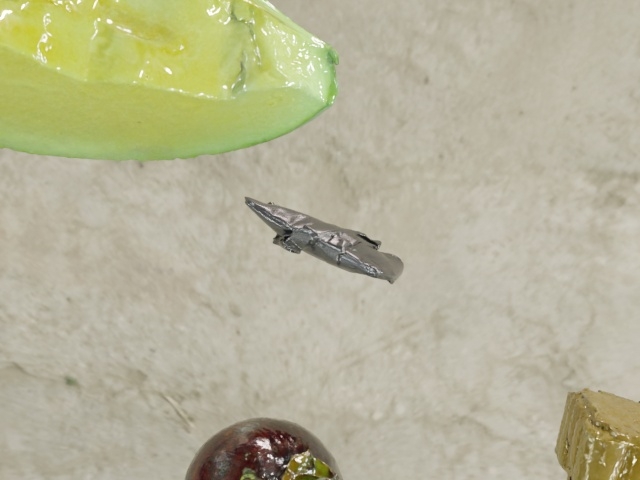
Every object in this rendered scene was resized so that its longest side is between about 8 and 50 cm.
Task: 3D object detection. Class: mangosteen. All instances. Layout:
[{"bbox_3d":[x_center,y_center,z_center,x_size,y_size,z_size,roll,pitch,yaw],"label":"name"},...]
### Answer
[{"bbox_3d":[-0.049,0.344,1.282,0.231,0.289,0.232,11,72,-37],"label":"mangosteen"}]

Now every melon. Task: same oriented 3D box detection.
[{"bbox_3d":[-0.153,-0.142,0.670,0.323,0.124,0.196,18,86,-19],"label":"melon"}]

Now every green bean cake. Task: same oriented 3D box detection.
[{"bbox_3d":[0.435,0.298,1.302,0.229,0.224,0.131,16,98,6],"label":"green bean cake"}]

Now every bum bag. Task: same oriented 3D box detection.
[{"bbox_3d":[0.000,0.000,1.385,0.248,0.123,0.060,21,97,17],"label":"bum bag"}]
